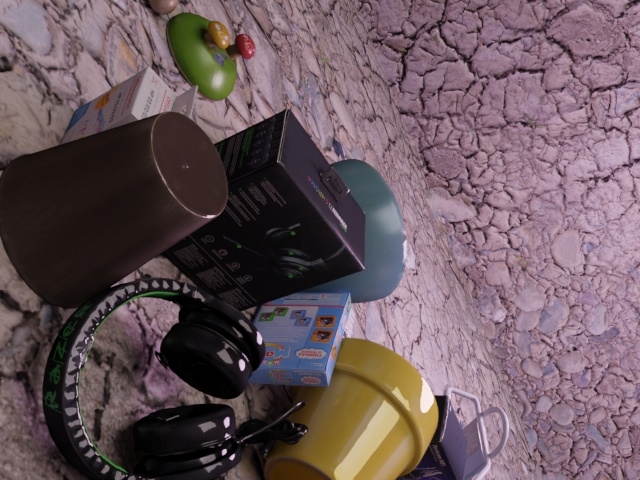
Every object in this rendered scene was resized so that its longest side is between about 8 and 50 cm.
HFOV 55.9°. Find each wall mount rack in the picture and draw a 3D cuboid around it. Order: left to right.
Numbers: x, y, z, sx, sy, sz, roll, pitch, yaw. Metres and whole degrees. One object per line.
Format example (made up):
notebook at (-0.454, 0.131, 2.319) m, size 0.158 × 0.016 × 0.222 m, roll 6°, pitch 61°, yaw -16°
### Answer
wall mount rack at (0.274, 0.512, 1.338) m, size 0.130 × 0.350 × 0.304 m, roll 21°, pitch 38°, yaw -12°

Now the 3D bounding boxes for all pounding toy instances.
pounding toy at (-0.212, -0.404, 1.184) m, size 0.237 × 0.110 × 0.183 m, roll 62°, pitch 25°, yaw -18°

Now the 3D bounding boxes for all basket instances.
basket at (-0.237, -0.050, 0.710) m, size 0.154 × 0.227 × 0.204 m, roll -2°, pitch 72°, yaw -65°

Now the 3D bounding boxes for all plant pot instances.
plant pot at (0.000, 0.000, 1.172) m, size 0.195 × 0.290 × 0.290 m, roll -15°, pitch 83°, yaw -30°
plant pot at (0.038, 0.331, 0.999) m, size 0.239 × 0.254 × 0.254 m, roll -45°, pitch 113°, yaw -48°

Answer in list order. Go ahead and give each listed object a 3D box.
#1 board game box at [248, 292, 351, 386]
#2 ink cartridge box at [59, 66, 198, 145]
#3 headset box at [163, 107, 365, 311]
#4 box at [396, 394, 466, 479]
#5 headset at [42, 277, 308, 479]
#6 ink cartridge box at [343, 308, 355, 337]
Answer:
board game box at (-0.044, 0.162, 1.034) m, size 0.211 × 0.160 × 0.039 m, roll -66°, pitch 151°, yaw -58°
ink cartridge box at (-0.258, -0.161, 0.807) m, size 0.061 × 0.181 × 0.104 m, roll 47°, pitch 32°, yaw -41°
headset box at (-0.092, -0.035, 0.938) m, size 0.246 × 0.283 × 0.131 m, roll 50°, pitch 31°, yaw -36°
box at (0.172, 0.398, 1.211) m, size 0.153 × 0.207 × 0.108 m, roll 63°, pitch 33°, yaw -31°
headset at (-0.171, 0.204, 0.784) m, size 0.394 × 0.185 × 0.243 m, roll 33°, pitch 58°, yaw -38°
ink cartridge box at (0.052, 0.183, 1.379) m, size 0.048 × 0.028 × 0.083 m, roll 58°, pitch 26°, yaw -25°
